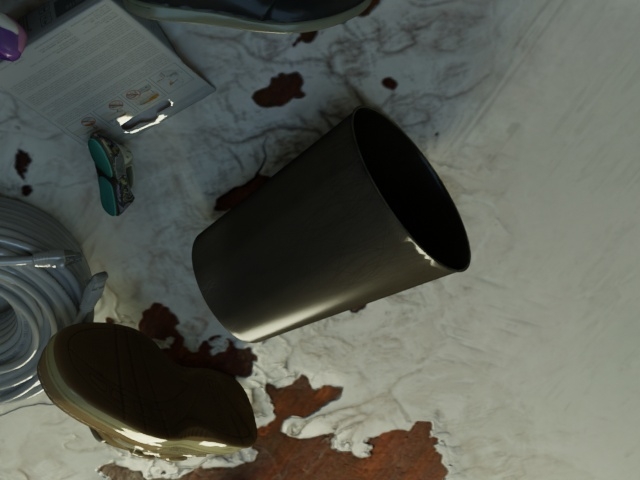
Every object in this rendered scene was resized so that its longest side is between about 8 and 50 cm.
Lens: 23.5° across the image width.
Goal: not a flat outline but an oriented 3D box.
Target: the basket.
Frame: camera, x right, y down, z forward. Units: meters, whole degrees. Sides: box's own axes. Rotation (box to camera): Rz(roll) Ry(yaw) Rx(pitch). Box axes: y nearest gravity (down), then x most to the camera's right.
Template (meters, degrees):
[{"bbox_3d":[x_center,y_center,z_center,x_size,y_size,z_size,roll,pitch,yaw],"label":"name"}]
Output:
[{"bbox_3d":[0.000,0.000,1.519,0.227,0.154,0.204,-29,127,24],"label":"basket"}]

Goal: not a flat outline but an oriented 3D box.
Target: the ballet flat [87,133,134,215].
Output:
[{"bbox_3d":[-0.201,-0.072,1.501,0.041,0.041,0.114,-4,142,-2],"label":"ballet flat"}]

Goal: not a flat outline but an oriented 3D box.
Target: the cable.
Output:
[{"bbox_3d":[-0.362,0.064,1.579,0.257,0.089,0.257,11,131,-15],"label":"cable"}]

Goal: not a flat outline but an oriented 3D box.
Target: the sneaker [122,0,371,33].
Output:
[{"bbox_3d":[-0.059,-0.249,1.322,0.222,0.083,0.118,-1,128,-9],"label":"sneaker"}]

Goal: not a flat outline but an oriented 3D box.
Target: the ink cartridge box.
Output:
[{"bbox_3d":[-0.204,-0.162,1.429,0.145,0.045,0.179,-28,148,18],"label":"ink cartridge box"}]

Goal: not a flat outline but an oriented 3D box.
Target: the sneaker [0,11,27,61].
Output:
[{"bbox_3d":[-0.373,-0.171,1.319,0.236,0.104,0.095,9,173,-3],"label":"sneaker"}]

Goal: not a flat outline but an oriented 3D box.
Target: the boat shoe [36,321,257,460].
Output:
[{"bbox_3d":[-0.197,0.180,1.630,0.110,0.121,0.341,-24,151,22],"label":"boat shoe"}]
